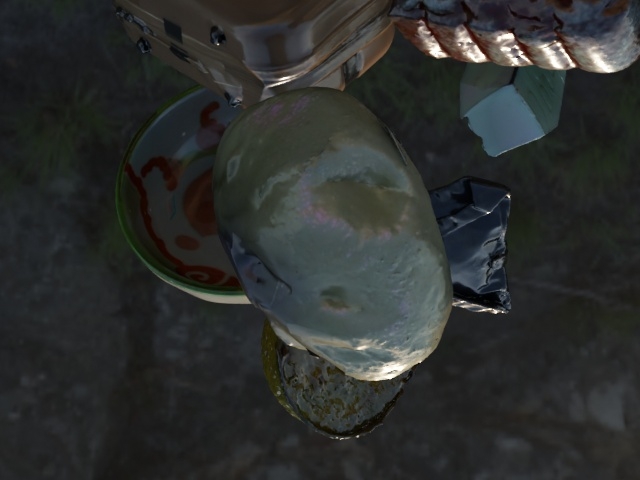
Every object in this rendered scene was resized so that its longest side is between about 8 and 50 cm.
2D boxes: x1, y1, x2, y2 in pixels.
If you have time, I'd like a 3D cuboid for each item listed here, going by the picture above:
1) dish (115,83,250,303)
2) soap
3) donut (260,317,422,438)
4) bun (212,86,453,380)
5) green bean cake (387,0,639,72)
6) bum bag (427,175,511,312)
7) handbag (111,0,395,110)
[{"bbox_3d":[-0.087,-0.048,1.617,0.324,0.324,0.124,-3,150,4],"label":"dish"},{"bbox_3d":[0.279,-0.221,1.827,0.091,0.230,0.145,-19,126,31],"label":"soap"},{"bbox_3d":[0.025,0.146,1.842,0.272,0.272,0.107,25,167,-33],"label":"donut"},{"bbox_3d":[-0.003,-0.004,1.106,0.168,0.273,0.273,-25,149,-14],"label":"bun"},{"bbox_3d":[0.187,-0.254,1.040,0.199,0.232,0.097,14,167,31],"label":"green bean cake"},{"bbox_3d":[0.217,0.013,1.920,0.137,0.074,0.310,-1,136,7],"label":"bum bag"},{"bbox_3d":[-0.050,-0.279,1.361,0.302,0.283,0.149,32,152,37],"label":"handbag"}]
